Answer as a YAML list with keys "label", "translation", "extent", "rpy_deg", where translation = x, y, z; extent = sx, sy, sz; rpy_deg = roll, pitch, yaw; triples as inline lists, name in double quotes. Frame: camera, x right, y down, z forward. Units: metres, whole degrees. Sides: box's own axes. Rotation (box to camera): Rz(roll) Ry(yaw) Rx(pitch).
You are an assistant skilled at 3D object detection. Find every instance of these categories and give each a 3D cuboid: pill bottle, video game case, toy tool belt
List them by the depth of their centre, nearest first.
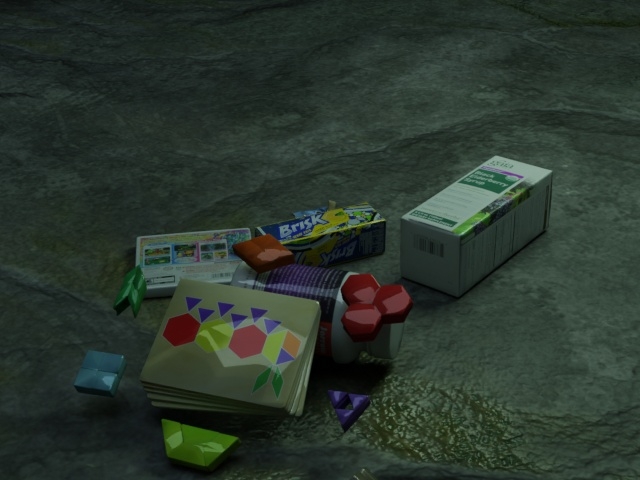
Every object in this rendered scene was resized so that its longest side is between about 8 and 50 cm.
- label: "pill bottle"
  translation: [-0.004, 0.084, 1.346]
  extent: [0.194, 0.108, 0.108]
  rpy_deg: [7, 30, 16]
- label: "video game case"
  translation: [-0.167, 0.029, 1.546]
  extent: [0.157, 0.019, 0.143]
  rpy_deg: [-5, 29, -5]
- label: "toy tool belt"
  translation: [-0.017, -0.026, 1.605]
  extent: [0.083, 0.051, 0.052]
  rpy_deg: [-13, 31, -19]

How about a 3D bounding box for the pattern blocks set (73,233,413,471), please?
- label: "pattern blocks set"
  translation: [-0.090, 0.117, 1.260]
  extent: [0.325, 0.026, 0.285]
  rpy_deg: [16, 60, 21]

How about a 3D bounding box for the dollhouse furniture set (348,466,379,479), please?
- label: "dollhouse furniture set"
  translation: [0.008, 0.302, 1.025]
  extent: [0.182, 0.161, 0.101]
  rpy_deg: [-45, 80, -1]

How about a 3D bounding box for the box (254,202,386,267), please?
- label: "box"
  translation: [0.000, 0.000, 1.554]
  extent: [0.169, 0.054, 0.059]
  rpy_deg: [-13, 31, -21]

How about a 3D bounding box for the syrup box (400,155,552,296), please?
- label: "syrup box"
  translation: [0.210, -0.024, 1.549]
  extent: [0.093, 0.096, 0.237]
  rpy_deg: [20, 36, 34]
